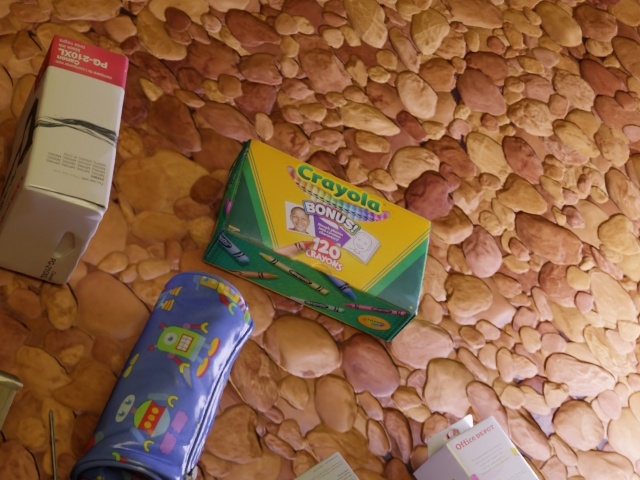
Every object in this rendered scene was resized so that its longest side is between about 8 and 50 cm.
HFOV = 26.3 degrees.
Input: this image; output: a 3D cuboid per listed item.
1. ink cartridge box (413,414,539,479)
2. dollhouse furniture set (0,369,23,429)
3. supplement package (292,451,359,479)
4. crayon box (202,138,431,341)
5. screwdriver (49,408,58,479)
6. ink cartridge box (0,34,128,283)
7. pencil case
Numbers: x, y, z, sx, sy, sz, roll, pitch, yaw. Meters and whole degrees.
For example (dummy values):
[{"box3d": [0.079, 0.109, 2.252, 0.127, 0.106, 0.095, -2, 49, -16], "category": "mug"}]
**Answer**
[{"box3d": [0.193, 0.294, 1.689, 0.092, 0.090, 0.143, -22, 69, -39], "category": "ink cartridge box"}, {"box3d": [-0.416, 0.193, 1.455, 0.144, 0.123, 0.151, 23, 83, -13], "category": "dollhouse furniture set"}, {"box3d": [-0.009, 0.373, 1.442, 0.149, 0.194, 0.203, -27, 74, -40], "category": "supplement package"}, {"box3d": [0.000, 0.000, 1.801, 0.278, 0.081, 0.165, 24, 49, -13], "category": "crayon box"}, {"box3d": [-0.289, 0.260, 1.491, 0.024, 0.025, 0.170, 7, 45, -25], "category": "screwdriver"}, {"box3d": [-0.310, -0.095, 1.628, 0.100, 0.172, 0.237, 16, 51, -19], "category": "ink cartridge box"}, {"box3d": [-0.168, 0.176, 1.544, 0.133, 0.119, 0.306, 9, 47, 13], "category": "pencil case"}]
